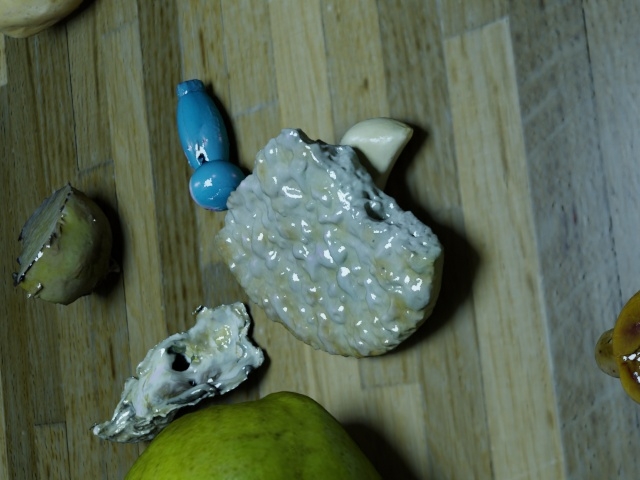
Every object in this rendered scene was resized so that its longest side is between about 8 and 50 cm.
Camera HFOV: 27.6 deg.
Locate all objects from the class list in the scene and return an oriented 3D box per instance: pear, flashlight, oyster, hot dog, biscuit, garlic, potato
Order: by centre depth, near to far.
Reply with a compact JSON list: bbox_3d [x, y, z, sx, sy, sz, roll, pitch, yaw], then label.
[{"bbox_3d":[0.226,0.062,0.787,0.140,0.060,0.090,-31,66,32],"label":"hot dog"},{"bbox_3d":[-0.043,0.261,0.939,0.253,0.253,0.307,-35,55,41],"label":"pear"},{"bbox_3d":[0.039,-0.063,0.999,0.053,0.041,0.083,38,128,27],"label":"garlic"},{"bbox_3d":[0.000,0.000,1.013,0.265,0.040,0.188,11,116,48],"label":"biscuit"},{"bbox_3d":[-0.098,-0.084,1.140,0.051,0.051,0.129,-37,58,40],"label":"flashlight"},{"bbox_3d":[-0.120,0.121,1.169,0.199,0.061,0.106,-16,60,43],"label":"oyster"},{"bbox_3d":[-0.239,0.004,1.279,0.101,0.089,0.172,-55,18,6],"label":"potato"},{"bbox_3d":[-0.271,-0.276,1.280,0.109,0.118,0.178,40,108,0],"label":"potato"}]
